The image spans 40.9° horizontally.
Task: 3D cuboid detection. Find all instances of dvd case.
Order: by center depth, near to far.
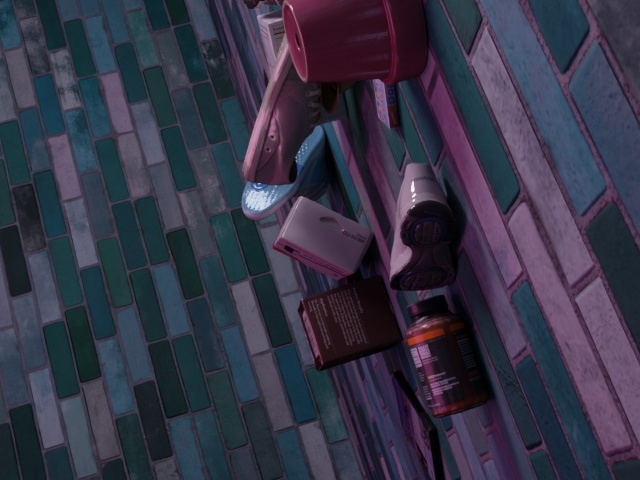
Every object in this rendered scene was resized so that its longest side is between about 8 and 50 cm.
[{"bbox_3d":[0.235,0.452,2.069,0.253,0.022,0.180,-122,19,-62],"label":"dvd case"}]

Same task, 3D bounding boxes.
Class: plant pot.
[{"bbox_3d":[0.045,-0.326,1.317,0.201,0.180,0.201,163,90,-81],"label":"plant pot"}]

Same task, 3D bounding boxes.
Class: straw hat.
[{"bbox_3d":[0.040,-0.331,1.736,0.144,0.061,0.145,168,90,-73],"label":"straw hat"}]

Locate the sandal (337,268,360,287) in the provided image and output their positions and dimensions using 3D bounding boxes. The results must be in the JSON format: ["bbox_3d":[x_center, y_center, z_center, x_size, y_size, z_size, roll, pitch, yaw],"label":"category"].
[{"bbox_3d":[0.078,0.078,2.319,0.097,0.054,0.255,156,108,-74],"label":"sandal"}]

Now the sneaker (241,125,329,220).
[{"bbox_3d":[-0.073,-0.132,2.231,0.127,0.319,0.208,25,153,27],"label":"sneaker"}]

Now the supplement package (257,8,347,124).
[{"bbox_3d":[-0.040,-0.386,1.899,0.139,0.133,0.244,-123,19,-63],"label":"supplement package"}]

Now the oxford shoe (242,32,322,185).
[{"bbox_3d":[-0.050,-0.296,1.755,0.169,0.130,0.449,-74,3,-54],"label":"oxford shoe"}]

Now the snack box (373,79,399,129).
[{"bbox_3d":[0.109,-0.288,1.504,0.064,0.022,0.178,-122,18,-58],"label":"snack box"}]

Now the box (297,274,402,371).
[{"bbox_3d":[0.066,0.204,2.078,0.167,0.203,0.169,106,147,-75],"label":"box"}]

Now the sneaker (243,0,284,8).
[{"bbox_3d":[-0.079,-0.550,1.755,0.279,0.118,0.107,22,142,59],"label":"sneaker"}]

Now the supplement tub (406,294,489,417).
[{"bbox_3d":[0.211,0.196,1.472,0.106,0.106,0.198,115,138,-77],"label":"supplement tub"}]

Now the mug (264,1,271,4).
[{"bbox_3d":[-0.118,-0.653,2.212,0.062,0.078,0.064,16,-119,-61],"label":"mug"}]

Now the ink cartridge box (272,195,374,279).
[{"bbox_3d":[0.000,0.000,2.095,0.114,0.197,0.273,-64,4,-9],"label":"ink cartridge box"}]

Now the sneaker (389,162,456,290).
[{"bbox_3d":[0.172,-0.012,1.439,0.297,0.111,0.129,94,174,-56],"label":"sneaker"}]
